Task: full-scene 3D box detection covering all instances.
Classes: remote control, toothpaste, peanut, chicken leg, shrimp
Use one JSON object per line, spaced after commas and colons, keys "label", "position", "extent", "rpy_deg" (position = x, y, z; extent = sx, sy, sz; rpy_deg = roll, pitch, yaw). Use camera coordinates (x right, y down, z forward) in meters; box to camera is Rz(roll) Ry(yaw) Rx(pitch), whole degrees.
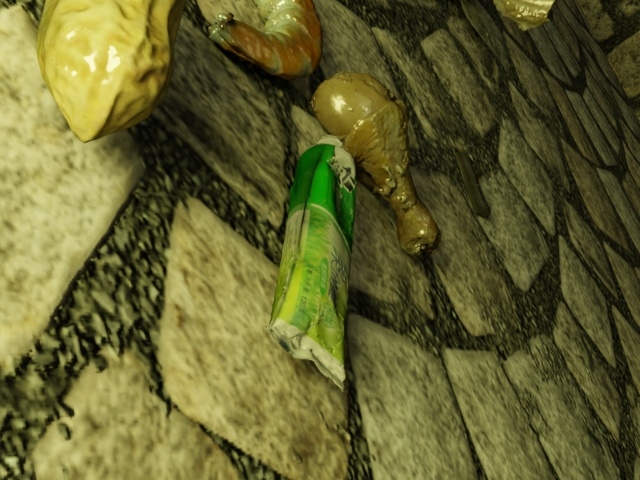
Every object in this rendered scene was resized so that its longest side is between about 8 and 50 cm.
{"label": "remote control", "position": [0.188, -0.070, 1.142], "extent": [0.034, 0.016, 0.091], "rpy_deg": [21, 45, -46]}
{"label": "toothpaste", "position": [0.000, 0.000, 0.709], "extent": [0.078, 0.047, 0.248], "rpy_deg": [42, 33, -28]}
{"label": "peanut", "position": [-0.125, -0.139, 0.577], "extent": [0.083, 0.093, 0.194], "rpy_deg": [53, 21, -47]}
{"label": "chicken leg", "position": [0.063, -0.070, 0.869], "extent": [0.198, 0.069, 0.085], "rpy_deg": [60, 27, -15]}
{"label": "shrimp", "position": [-0.062, -0.212, 0.825], "extent": [0.166, 0.049, 0.161], "rpy_deg": [-22, 84, -56]}

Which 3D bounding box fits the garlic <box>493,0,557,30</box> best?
{"label": "garlic", "position": [0.318, -0.491, 1.546], "extent": [0.292, 0.237, 0.210], "rpy_deg": [-87, -179, -45]}
